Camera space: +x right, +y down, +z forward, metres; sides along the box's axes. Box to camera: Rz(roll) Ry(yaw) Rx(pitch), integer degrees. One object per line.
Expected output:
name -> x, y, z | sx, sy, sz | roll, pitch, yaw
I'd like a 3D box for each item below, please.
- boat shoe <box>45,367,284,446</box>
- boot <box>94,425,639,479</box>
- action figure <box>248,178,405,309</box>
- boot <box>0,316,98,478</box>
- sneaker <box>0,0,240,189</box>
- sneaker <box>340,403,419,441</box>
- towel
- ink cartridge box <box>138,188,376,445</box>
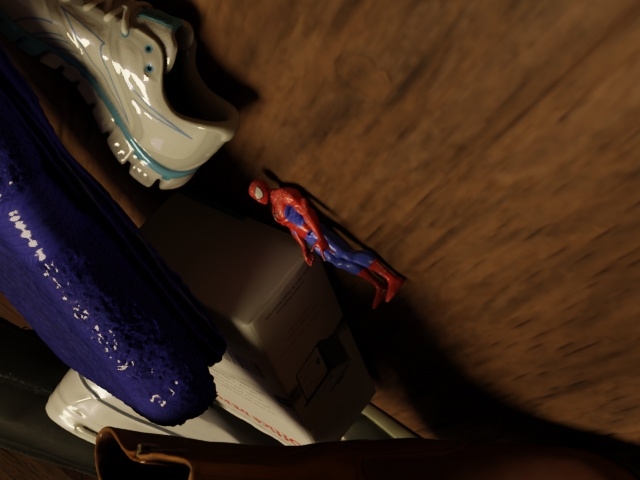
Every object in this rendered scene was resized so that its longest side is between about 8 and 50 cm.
boat shoe -> -0.118, 0.168, 0.859 | 0.258, 0.084, 0.095 | 37, -163, -30
boot -> 0.034, 0.150, 0.623 | 0.281, 0.096, 0.264 | 19, 170, -36
action figure -> 0.000, 0.000, 0.635 | 0.115, 0.030, 0.038 | 42, 160, -4
boot -> -0.249, 0.203, 1.024 | 0.445, 0.146, 0.367 | 25, 150, -27
sneaker -> -0.115, -0.119, 0.556 | 0.083, 0.071, 0.190 | -25, 116, 42
sneaker -> 0.023, 0.208, 0.850 | 0.222, 0.118, 0.083 | 27, 153, 22
towel -> -0.194, -0.025, 0.642 | 0.228, 0.076, 0.308 | 17, 144, 52
ink cartridge box -> -0.052, 0.067, 0.752 | 0.140, 0.082, 0.190 | 23, 153, 34
